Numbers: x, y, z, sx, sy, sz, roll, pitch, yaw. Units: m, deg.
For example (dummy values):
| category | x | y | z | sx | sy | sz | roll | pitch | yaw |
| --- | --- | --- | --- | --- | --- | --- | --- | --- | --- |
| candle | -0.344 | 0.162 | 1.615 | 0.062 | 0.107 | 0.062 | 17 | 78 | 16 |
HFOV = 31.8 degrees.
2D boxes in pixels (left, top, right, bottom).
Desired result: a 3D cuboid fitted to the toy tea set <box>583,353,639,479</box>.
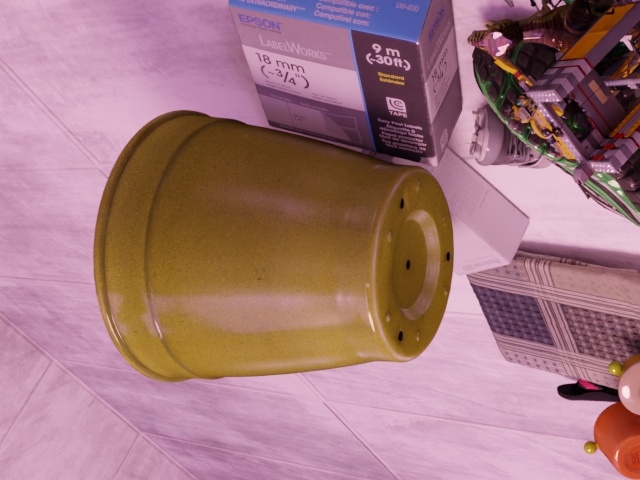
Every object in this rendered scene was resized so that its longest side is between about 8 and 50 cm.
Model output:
| category | x | y | z | sx | sy | sz | roll | pitch | yaw |
| --- | --- | --- | --- | --- | --- | --- | --- | --- | --- |
| toy tea set | 0.551 | 0.259 | 1.621 | 0.336 | 0.124 | 0.200 | 14 | 109 | -4 |

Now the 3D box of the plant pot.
| category | x | y | z | sx | sy | sz | roll | pitch | yaw |
| --- | --- | --- | --- | --- | --- | --- | --- | --- | --- |
| plant pot | -0.032 | 0.017 | 1.428 | 0.352 | 0.367 | 0.366 | 3 | 145 | 29 |

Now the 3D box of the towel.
| category | x | y | z | sx | sy | sz | roll | pitch | yaw |
| --- | --- | --- | --- | --- | --- | --- | --- | --- | --- |
| towel | 0.381 | 0.115 | 1.672 | 0.324 | 0.056 | 0.312 | 13 | 147 | 36 |

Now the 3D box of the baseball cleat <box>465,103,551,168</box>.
| category | x | y | z | sx | sy | sz | roll | pitch | yaw |
| --- | --- | --- | --- | --- | --- | --- | --- | --- | --- |
| baseball cleat | 0.227 | -0.120 | 1.322 | 0.109 | 0.072 | 0.206 | 10 | -172 | 6 |

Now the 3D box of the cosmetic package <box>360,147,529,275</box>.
| category | x | y | z | sx | sy | sz | roll | pitch | yaw |
| --- | --- | --- | --- | --- | --- | --- | --- | --- | --- |
| cosmetic package | 0.161 | -0.053 | 1.539 | 0.231 | 0.085 | 0.117 | 39 | 152 | -19 |

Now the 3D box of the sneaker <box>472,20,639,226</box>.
| category | x | y | z | sx | sy | sz | roll | pitch | yaw |
| --- | --- | --- | --- | --- | --- | --- | --- | --- | --- |
| sneaker | 0.302 | -0.108 | 1.262 | 0.343 | 0.134 | 0.146 | 40 | 171 | -5 |

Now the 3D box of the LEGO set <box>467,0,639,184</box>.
| category | x | y | z | sx | sy | sz | roll | pitch | yaw |
| --- | --- | --- | --- | --- | --- | --- | --- | --- | --- |
| LEGO set | 0.191 | -0.196 | 1.036 | 0.331 | 0.192 | 0.255 | 50 | 168 | -26 |

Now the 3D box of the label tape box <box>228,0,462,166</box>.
| category | x | y | z | sx | sy | sz | roll | pitch | yaw |
| --- | --- | --- | --- | --- | --- | --- | --- | --- | --- |
| label tape box | 0.026 | -0.248 | 1.298 | 0.240 | 0.106 | 0.334 | 16 | 151 | 22 |

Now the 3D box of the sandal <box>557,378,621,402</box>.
| category | x | y | z | sx | sy | sz | roll | pitch | yaw |
| --- | --- | --- | --- | --- | --- | --- | --- | --- | --- |
| sandal | 0.450 | 0.232 | 1.804 | 0.179 | 0.067 | 0.040 | -9 | 98 | 61 |
